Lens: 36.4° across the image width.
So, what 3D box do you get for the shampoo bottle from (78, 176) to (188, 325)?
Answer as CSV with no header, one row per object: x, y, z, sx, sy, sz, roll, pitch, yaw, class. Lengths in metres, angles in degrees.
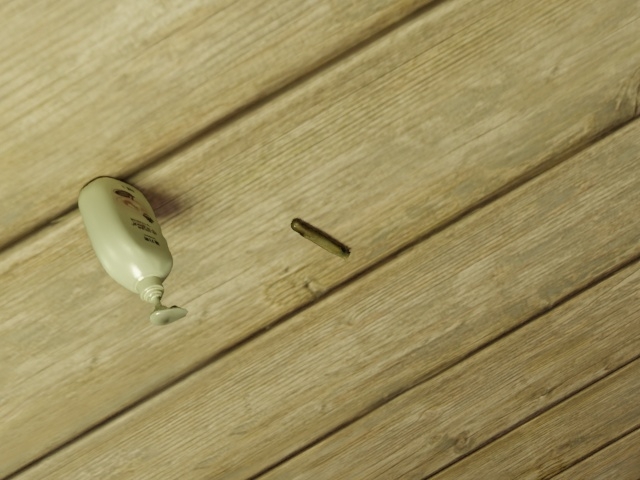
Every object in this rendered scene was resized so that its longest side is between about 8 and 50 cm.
-0.161,0.013,0.844,0.045,0.152,0.077,-41,142,17,shampoo bottle

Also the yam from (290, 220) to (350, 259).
0.000,0.000,1.057,0.014,0.014,0.107,-41,143,15,yam
